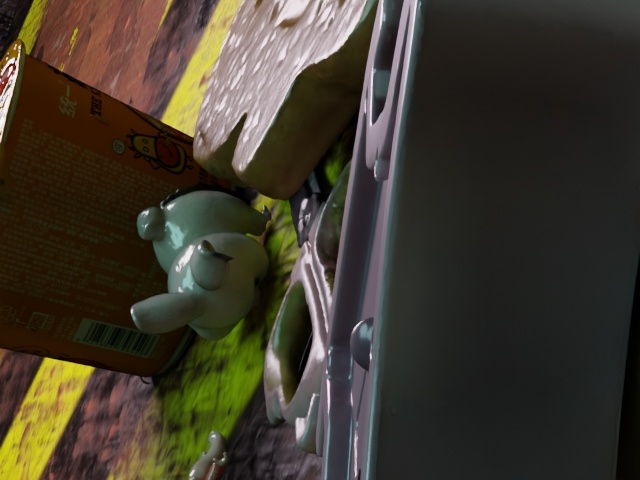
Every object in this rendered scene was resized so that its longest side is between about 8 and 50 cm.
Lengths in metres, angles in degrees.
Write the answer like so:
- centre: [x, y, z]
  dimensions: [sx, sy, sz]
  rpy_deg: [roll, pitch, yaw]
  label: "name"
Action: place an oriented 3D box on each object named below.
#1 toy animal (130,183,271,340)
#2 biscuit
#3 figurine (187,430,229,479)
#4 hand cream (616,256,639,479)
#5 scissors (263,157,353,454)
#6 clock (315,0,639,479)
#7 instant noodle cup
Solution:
- centre: [-0.066, 0.016, 1.192]
  dimensions: [0.071, 0.085, 0.124]
  rpy_deg: [-46, 29, 16]
  label: "toy animal"
- centre: [0.011, -0.141, 1.149]
  dimensions: [0.355, 0.052, 0.275]
  rpy_deg: [-32, 35, 67]
  label: "biscuit"
- centre: [-0.061, 0.145, 1.074]
  dimensions: [0.109, 0.047, 0.064]
  rpy_deg: [-81, 10, -59]
  label: "figurine"
- centre: [0.128, 0.013, 0.588]
  dimensions: [0.248, 0.083, 0.133]
  rpy_deg: [130, 156, -71]
  label: "hand cream"
- centre: [0.000, 0.000, 1.084]
  dimensions: [0.317, 0.024, 0.160]
  rpy_deg: [-102, 33, -65]
  label: "scissors"
- centre: [0.050, 0.049, 0.619]
  dimensions: [0.275, 0.080, 0.290]
  rpy_deg: [-90, 5, -51]
  label: "clock"
- centre: [-0.165, -0.009, 1.350]
  dimensions: [0.216, 0.172, 0.216]
  rpy_deg: [-160, 90, -74]
  label: "instant noodle cup"
